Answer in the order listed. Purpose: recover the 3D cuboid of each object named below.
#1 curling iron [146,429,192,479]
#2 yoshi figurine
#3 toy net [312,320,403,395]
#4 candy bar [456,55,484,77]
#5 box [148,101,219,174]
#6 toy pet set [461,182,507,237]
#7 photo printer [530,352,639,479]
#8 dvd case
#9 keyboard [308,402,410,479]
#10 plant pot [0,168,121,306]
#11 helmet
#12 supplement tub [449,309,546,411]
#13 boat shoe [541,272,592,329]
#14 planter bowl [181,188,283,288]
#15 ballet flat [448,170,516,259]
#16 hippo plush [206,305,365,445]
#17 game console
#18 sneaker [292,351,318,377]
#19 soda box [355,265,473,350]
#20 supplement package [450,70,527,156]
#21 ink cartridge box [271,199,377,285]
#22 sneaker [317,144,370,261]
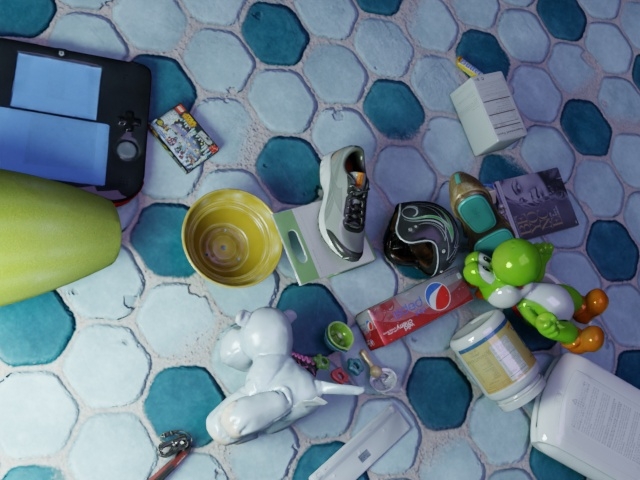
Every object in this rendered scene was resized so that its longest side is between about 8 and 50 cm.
[{"bbox_3d":[-0.349,0.473,1.557,0.068,0.035,0.274,42,64,-1],"label":"curling iron"},{"bbox_3d":[0.508,0.112,1.859,0.362,0.203,0.203,27,99,-14],"label":"yoshi figurine"},{"bbox_3d":[0.095,0.277,1.762,0.232,0.045,0.122,34,40,-12],"label":"toy net"},{"bbox_3d":[0.419,-0.430,2.131,0.162,0.018,0.040,36,45,-9],"label":"candy bar"},{"bbox_3d":[-0.301,-0.225,1.783,0.094,0.027,0.137,-41,92,-27],"label":"box"},{"bbox_3d":[0.395,-0.079,2.013,0.122,0.065,0.114,-12,111,-15],"label":"toy pet set"},{"bbox_3d":[0.646,0.430,1.924,0.308,0.107,0.256,29,66,-11],"label":"photo printer"},{"bbox_3d":[0.553,-0.092,2.090,0.221,0.018,0.164,-14,80,-24],"label":"dvd case"},{"bbox_3d":[0.088,0.457,1.750,0.256,0.014,0.072,-36,95,-26],"label":"keyboard"},{"bbox_3d":[-0.539,-0.009,1.521,0.294,0.275,0.274,-3,76,-40],"label":"plant pot"},{"bbox_3d":[0.240,-0.006,1.862,0.162,0.169,0.169,15,69,-2],"label":"helmet"},{"bbox_3d":[0.407,0.275,1.854,0.144,0.144,0.199,-36,90,-26],"label":"supplement tub"},{"bbox_3d":[0.616,0.141,2.024,0.184,0.066,0.063,42,50,-3],"label":"boat shoe"},{"bbox_3d":[-0.196,0.006,1.722,0.217,0.090,0.217,6,72,-20],"label":"planter bowl"},{"bbox_3d":[0.373,-0.046,1.897,0.342,0.116,0.124,49,19,-46],"label":"ballet flat"},{"bbox_3d":[-0.123,0.253,1.591,0.234,0.294,0.236,-4,67,-45],"label":"hippo plush"},{"bbox_3d":[-0.552,-0.248,1.673,0.387,0.060,0.341,8,72,-20],"label":"game console"},{"bbox_3d":[-0.058,0.268,1.731,0.119,0.047,0.057,21,80,-14],"label":"sneaker"},{"bbox_3d":[0.214,0.154,1.846,0.263,0.083,0.092,-23,84,-25],"label":"soda box"},{"bbox_3d":[0.426,-0.321,2.057,0.105,0.105,0.179,-17,82,-27],"label":"supplement package"},{"bbox_3d":[0.000,0.000,1.795,0.235,0.056,0.171,-18,82,-38],"label":"ink cartridge box"},{"bbox_3d":[0.059,-0.085,1.771,0.100,0.108,0.271,10,67,-36],"label":"sneaker"}]
